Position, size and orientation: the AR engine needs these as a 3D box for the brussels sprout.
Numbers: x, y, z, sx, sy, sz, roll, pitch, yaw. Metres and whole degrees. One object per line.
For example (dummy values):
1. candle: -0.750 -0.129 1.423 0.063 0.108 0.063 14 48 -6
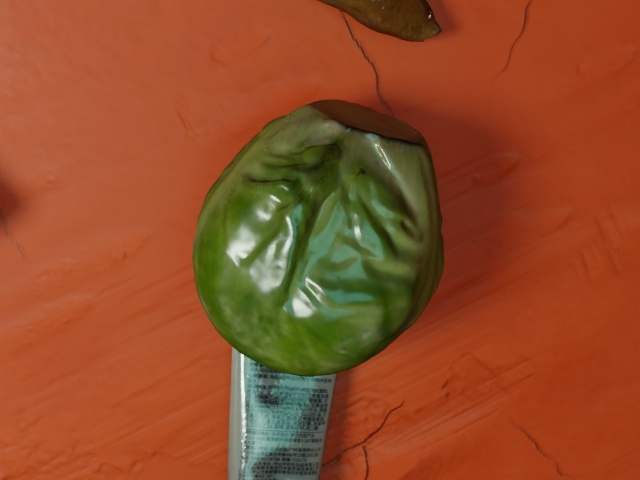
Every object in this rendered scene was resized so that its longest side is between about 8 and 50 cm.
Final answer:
1. brussels sprout: 0.000 0.000 0.819 0.244 0.244 0.244 -3 103 -12

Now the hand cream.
1. hand cream: -0.045 0.203 0.929 0.124 0.078 0.341 6 93 -13

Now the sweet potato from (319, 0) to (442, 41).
1. sweet potato: 0.027 -0.234 0.849 0.194 0.056 0.056 21 97 -11
